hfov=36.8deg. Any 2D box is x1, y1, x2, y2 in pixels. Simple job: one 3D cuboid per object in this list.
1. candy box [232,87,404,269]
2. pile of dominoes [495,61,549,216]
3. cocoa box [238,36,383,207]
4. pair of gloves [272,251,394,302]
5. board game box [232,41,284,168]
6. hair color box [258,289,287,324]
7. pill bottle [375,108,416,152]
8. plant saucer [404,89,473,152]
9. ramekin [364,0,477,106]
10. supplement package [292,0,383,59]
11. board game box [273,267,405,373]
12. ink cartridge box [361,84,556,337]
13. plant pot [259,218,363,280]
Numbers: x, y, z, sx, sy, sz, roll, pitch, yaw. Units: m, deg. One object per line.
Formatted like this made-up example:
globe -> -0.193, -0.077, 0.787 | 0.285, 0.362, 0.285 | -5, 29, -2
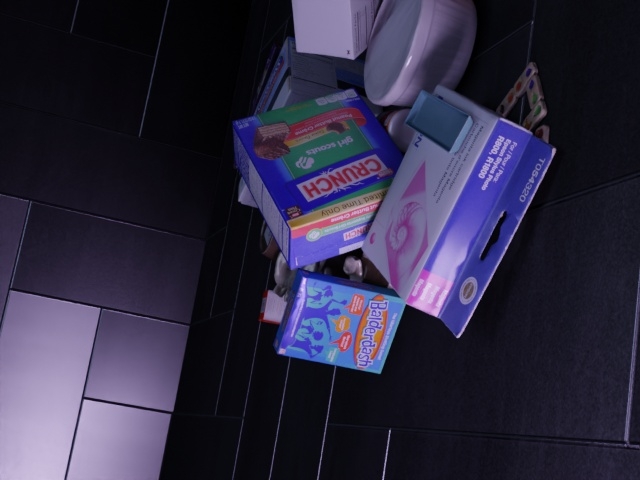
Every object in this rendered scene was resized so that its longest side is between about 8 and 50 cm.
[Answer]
candy box -> 0.008, -0.126, 1.829 | 0.122, 0.268, 0.317 | 89, 157, -49
pile of dominoes -> 0.277, -0.137, 1.535 | 0.251, 0.040, 0.196 | 121, 156, -45
cocoa box -> -0.031, -0.252, 2.251 | 0.228, 0.231, 0.347 | -95, 25, -46
pair of gloves -> 0.029, 0.066, 1.851 | 0.204, 0.240, 0.042 | -64, -14, 11
board game box -> -0.079, -0.321, 2.493 | 0.056, 0.208, 0.347 | -102, 31, -60
hair color box -> -0.064, 0.161, 2.199 | 0.043, 0.141, 0.072 | 155, 126, -69
pill bottle -> 0.151, -0.216, 1.908 | 0.152, 0.086, 0.086 | -161, 85, -73
plant saucer -> 0.192, -0.193, 1.564 | 0.067, 0.018, 0.192 | -62, 26, 11
ramekin -> 0.192, -0.377, 1.831 | 0.273, 0.127, 0.273 | -167, 90, -73
supplement package -> 0.059, -0.486, 1.977 | 0.244, 0.139, 0.134 | -50, -36, -46
board game box -> 0.036, 0.151, 1.784 | 0.047, 0.210, 0.160 | -125, 50, -66
ink cartridge box -> 0.202, -0.060, 1.542 | 0.324, 0.071, 0.330 | -65, 22, 13
plant pot -> 0.000, 0.000, 1.974 | 0.215, 0.230, 0.215 | -166, 90, -72
